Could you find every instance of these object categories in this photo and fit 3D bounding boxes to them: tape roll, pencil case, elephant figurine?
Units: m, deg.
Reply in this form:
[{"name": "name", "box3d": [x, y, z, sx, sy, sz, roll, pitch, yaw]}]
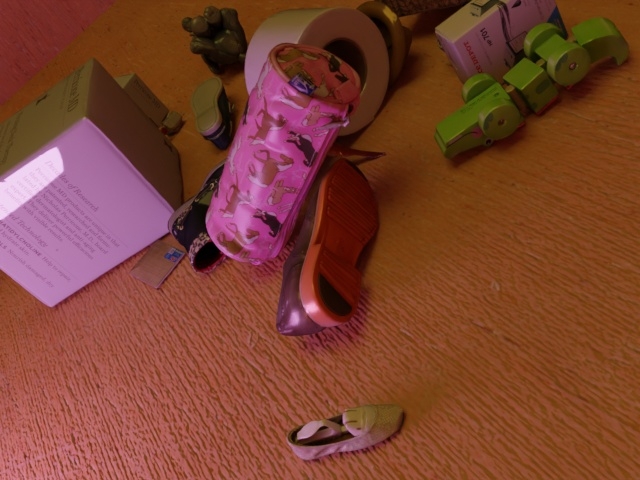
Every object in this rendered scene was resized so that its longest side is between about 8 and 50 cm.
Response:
[{"name": "tape roll", "box3d": [-0.007, -0.339, 1.450, 0.169, 0.246, 0.246, 20, 67, 50]}, {"name": "pencil case", "box3d": [-0.074, -0.138, 1.238, 0.167, 0.160, 0.386, -99, 30, -47]}, {"name": "elephant figurine", "box3d": [-0.288, -0.556, 2.016, 0.169, 0.186, 0.239, -8, 5, -12]}]

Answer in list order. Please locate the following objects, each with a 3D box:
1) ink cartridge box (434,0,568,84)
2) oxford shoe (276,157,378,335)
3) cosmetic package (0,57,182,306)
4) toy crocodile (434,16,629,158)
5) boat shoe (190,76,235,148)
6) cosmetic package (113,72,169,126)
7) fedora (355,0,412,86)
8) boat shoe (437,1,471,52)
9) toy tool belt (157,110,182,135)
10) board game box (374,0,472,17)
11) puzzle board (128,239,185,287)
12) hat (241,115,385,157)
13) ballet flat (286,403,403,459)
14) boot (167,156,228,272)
[{"name": "ink cartridge box", "box3d": [0.321, -0.370, 1.289, 0.190, 0.139, 0.082, -37, 38, 5]}, {"name": "oxford shoe", "box3d": [0.000, 0.000, 1.205, 0.132, 0.130, 0.364, -30, 28, 37]}, {"name": "cosmetic package", "box3d": [-0.569, -0.133, 1.665, 0.393, 0.327, 0.329, -32, 36, 10]}, {"name": "toy crocodile", "box3d": [0.339, -0.248, 1.195, 0.340, 0.105, 0.115, -37, 37, 12]}, {"name": "boat shoe", "box3d": [-0.259, -0.319, 1.795, 0.095, 0.079, 0.254, -30, 40, 9]}, {"name": "cosmetic package", "box3d": [-0.556, -0.343, 2.017, 0.151, 0.151, 0.184, 4, 56, 43]}, {"name": "fedora", "box3d": [0.130, -0.407, 1.513, 0.079, 0.194, 0.194, -19, 25, -32]}, {"name": "boat shoe", "box3d": [0.295, -0.417, 1.421, 0.066, 0.066, 0.183, 7, 51, 48]}, {"name": "toy tool belt", "box3d": [-0.405, -0.304, 1.940, 0.083, 0.052, 0.051, -60, 9, -29]}, {"name": "board game box", "box3d": [0.258, -0.618, 1.516, 0.232, 0.141, 0.291, 3, 48, 42]}, {"name": "puzzle board", "box3d": [-0.348, 0.050, 1.548, 0.128, 0.011, 0.096, 18, 64, 48]}, {"name": "hat", "box3d": [-0.023, -0.206, 1.417, 0.183, 0.208, 0.173, -36, 13, -2]}, {"name": "ballet flat", "box3d": [0.030, 0.254, 0.971, 0.168, 0.052, 0.057, -26, 39, 18]}, {"name": "boot", "box3d": [-0.199, -0.055, 1.466, 0.236, 0.085, 0.178, -44, 38, 5]}]
